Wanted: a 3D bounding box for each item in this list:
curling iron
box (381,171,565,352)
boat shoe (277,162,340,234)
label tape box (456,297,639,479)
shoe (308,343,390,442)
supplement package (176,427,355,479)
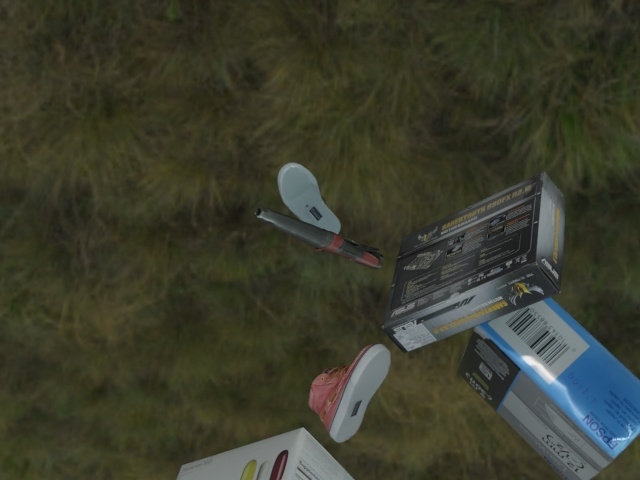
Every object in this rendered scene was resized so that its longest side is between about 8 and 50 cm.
[{"bbox_3d":[0.000,0.000,1.469,0.068,0.035,0.274,16,178,42],"label":"curling iron"},{"bbox_3d":[0.195,0.029,1.269,0.231,0.183,0.056,-26,118,32],"label":"box"},{"bbox_3d":[-0.035,-0.075,1.680,0.065,0.083,0.183,-39,134,-6],"label":"boat shoe"},{"bbox_3d":[0.326,0.231,1.456,0.249,0.115,0.348,45,162,18],"label":"label tape box"},{"bbox_3d":[0.036,0.200,1.427,0.063,0.081,0.178,-10,133,-40],"label":"shoe"},{"bbox_3d":[-0.081,0.428,1.521,0.261,0.145,0.204,-24,119,32],"label":"supplement package"}]
